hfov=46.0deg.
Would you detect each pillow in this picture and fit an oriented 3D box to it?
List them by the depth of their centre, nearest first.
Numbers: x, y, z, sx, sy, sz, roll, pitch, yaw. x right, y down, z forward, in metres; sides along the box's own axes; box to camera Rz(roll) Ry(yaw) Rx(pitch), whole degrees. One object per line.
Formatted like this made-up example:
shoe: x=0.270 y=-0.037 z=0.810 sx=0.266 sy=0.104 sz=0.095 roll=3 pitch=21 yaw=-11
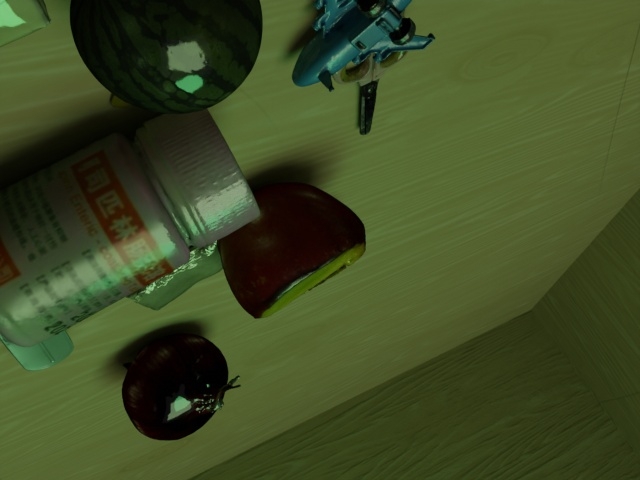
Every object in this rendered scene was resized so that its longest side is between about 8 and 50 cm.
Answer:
pillow: x=-0.268 y=0.063 z=1.515 sx=0.229 sy=0.050 sz=0.148 roll=-32 pitch=163 yaw=0

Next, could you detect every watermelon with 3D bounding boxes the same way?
watermelon: x=-0.167 y=-0.243 z=0.838 sx=0.212 sy=0.212 sz=0.212 roll=-26 pitch=156 yaw=-13

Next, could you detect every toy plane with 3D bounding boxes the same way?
toy plane: x=0.063 y=-0.316 z=1.095 sx=0.271 sy=0.105 sz=0.254 roll=-46 pitch=139 yaw=15

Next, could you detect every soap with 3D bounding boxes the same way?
soap: x=-0.260 y=-0.211 z=1.023 sx=0.034 sy=0.012 sz=0.089 roll=-10 pitch=148 yaw=-41

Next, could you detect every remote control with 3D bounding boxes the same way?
remote control: x=-0.532 y=0.176 z=1.406 sx=0.104 sy=0.052 sz=0.247 roll=-25 pitch=155 yaw=-18

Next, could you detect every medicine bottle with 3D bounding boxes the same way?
medicine bottle: x=-0.298 y=-0.029 z=1.077 sx=0.388 sy=0.219 sz=0.219 roll=-28 pitch=156 yaw=-8

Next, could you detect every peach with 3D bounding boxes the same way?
peach: x=-0.052 y=0.007 z=1.427 sx=0.274 sy=0.245 sz=0.249 roll=-24 pitch=-162 yaw=1

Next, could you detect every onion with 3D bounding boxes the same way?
onion: x=-0.312 y=0.350 z=1.753 sx=0.273 sy=0.285 sz=0.273 roll=-32 pitch=131 yaw=-46

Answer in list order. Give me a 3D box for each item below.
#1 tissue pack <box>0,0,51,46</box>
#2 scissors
tissue pack: x=-0.435 y=-0.223 z=0.541 sx=0.380 sy=0.207 sz=0.297 roll=-27 pitch=154 yaw=-12
scissors: x=0.084 y=-0.278 z=1.296 sx=0.160 sy=0.024 sz=0.318 roll=-26 pitch=155 yaw=-15
